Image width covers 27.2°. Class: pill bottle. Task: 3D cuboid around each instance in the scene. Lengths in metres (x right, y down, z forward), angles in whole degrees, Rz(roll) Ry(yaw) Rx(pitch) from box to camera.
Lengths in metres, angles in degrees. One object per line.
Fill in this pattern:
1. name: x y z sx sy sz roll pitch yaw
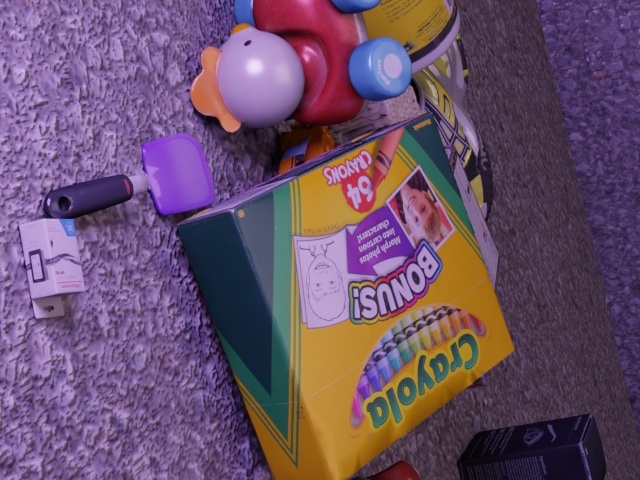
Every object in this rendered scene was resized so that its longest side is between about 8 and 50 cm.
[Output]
1. pill bottle: 0.061 -0.404 1.886 0.334 0.188 0.188 57 30 -41

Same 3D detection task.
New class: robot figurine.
1. robot figurine: 0.000 0.000 1.667 0.211 0.085 0.291 53 32 -46

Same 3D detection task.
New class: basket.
1. basket: 0.077 -0.169 1.910 0.167 0.113 0.103 0 75 -68

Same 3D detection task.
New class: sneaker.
1. sneaker: 0.171 -0.168 2.160 0.147 0.145 0.385 -34 117 -34

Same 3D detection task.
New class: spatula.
1. spatula: -0.187 -0.055 1.309 0.296 0.030 0.084 -24 100 -67

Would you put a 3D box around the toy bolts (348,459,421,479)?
1. toy bolts: 0.104 0.384 1.601 0.228 0.218 0.158 60 28 4

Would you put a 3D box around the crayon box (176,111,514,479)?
1. crayon box: 0.044 0.058 1.509 0.363 0.106 0.313 -29 101 -44

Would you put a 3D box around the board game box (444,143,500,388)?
1. board game box: 0.154 0.044 1.945 0.291 0.141 0.232 -74 145 -50

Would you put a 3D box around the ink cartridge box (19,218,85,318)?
1. ink cartridge box: -0.233 0.024 1.157 0.048 0.028 0.083 -2 82 -68

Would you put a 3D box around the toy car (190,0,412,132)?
1. toy car: -0.059 -0.219 1.556 0.238 0.219 0.210 -24 103 -39

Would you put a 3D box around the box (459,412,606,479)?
1. box: 0.351 0.371 2.167 0.153 0.207 0.108 -31 108 -67
